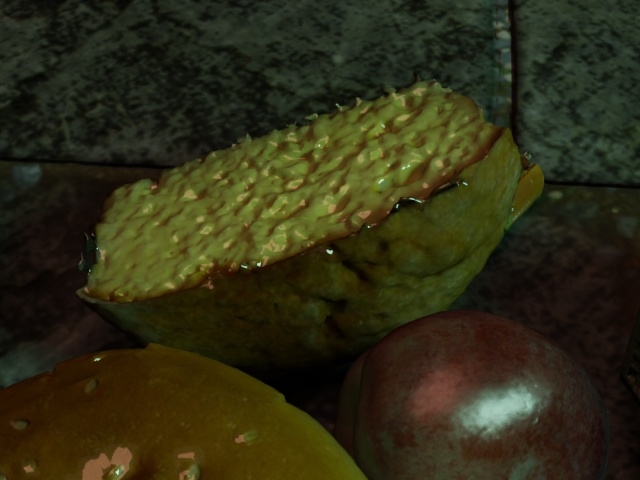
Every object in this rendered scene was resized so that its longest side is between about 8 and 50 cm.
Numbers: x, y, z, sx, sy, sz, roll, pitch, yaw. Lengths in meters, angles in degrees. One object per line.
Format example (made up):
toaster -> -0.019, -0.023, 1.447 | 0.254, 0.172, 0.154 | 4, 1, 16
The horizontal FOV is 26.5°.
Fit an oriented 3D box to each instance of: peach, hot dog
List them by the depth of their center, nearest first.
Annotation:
peach -> 0.083, 0.101, 0.726 | 0.152, 0.152, 0.152 | 0, 48, 0
hot dog -> 0.101, -0.021, 0.896 | 0.056, 0.041, 0.133 | 31, 55, 26

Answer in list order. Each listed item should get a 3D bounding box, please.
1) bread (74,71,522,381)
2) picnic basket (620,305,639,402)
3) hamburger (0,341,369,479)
bread -> -0.003, 0.008, 0.809 | 0.260, 0.134, 0.129 | -16, 38, 7
picnic basket -> 0.274, 0.077, 0.731 | 0.134, 0.154, 0.196 | -16, 50, -13
hamburger -> -0.093, 0.199, 0.617 | 0.290, 0.170, 0.314 | -30, 55, -16
